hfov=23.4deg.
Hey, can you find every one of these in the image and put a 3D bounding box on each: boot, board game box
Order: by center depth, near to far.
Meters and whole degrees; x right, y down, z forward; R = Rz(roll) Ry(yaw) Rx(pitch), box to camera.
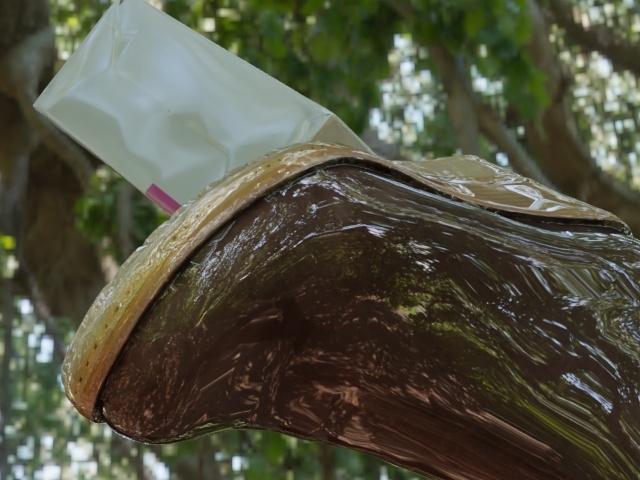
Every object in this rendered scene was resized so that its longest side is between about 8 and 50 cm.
[{"bbox_3d":[0.065,0.055,0.493,0.248,0.207,0.090,-19,-38,-49],"label":"boot"},{"bbox_3d":[0.000,0.000,0.935,0.097,0.224,0.303,-52,-47,-1],"label":"board game box"}]
